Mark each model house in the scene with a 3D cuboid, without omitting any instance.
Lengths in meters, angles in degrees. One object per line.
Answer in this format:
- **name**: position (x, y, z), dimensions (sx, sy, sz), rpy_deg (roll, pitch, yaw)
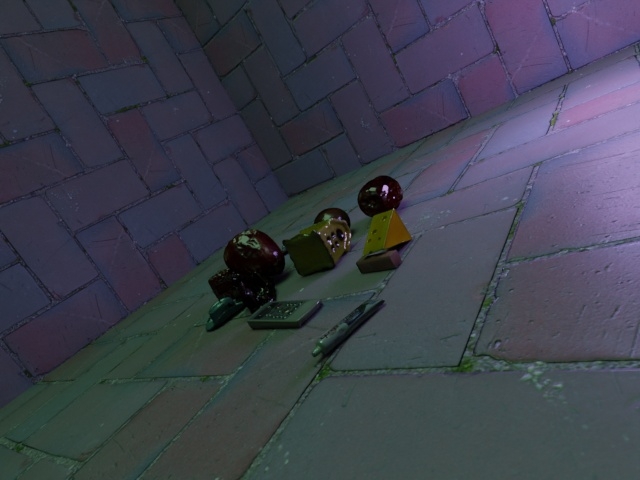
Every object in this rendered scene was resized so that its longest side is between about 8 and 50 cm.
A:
- **model house**: position (0.000, 0.000, 1.635), dimensions (0.193, 0.175, 0.234), rpy_deg (-20, 19, 38)
- **model house**: position (-0.259, 0.177, 1.560), dimensions (0.141, 0.164, 0.203), rpy_deg (-36, 15, -4)

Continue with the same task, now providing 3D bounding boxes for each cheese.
- **cheese**: position (0.202, -0.002, 1.336), dimensions (0.093, 0.126, 0.171), rpy_deg (-19, 20, 40)

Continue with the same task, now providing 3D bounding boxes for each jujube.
- **jujube**: position (0.257, -0.193, 1.804), dimensions (0.183, 0.183, 0.243), rpy_deg (-22, 4, 31)

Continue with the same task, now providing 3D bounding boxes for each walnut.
- **walnut**: position (-0.274, 0.083, 1.810), dimensions (0.222, 0.269, 0.244), rpy_deg (-50, -25, -3)

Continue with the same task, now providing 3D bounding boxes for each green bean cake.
- **green bean cake**: position (-0.421, 0.201, 1.868), dimensions (0.135, 0.136, 0.056), rpy_deg (-28, 9, 9)

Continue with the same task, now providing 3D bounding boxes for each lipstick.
- **lipstick**: position (0.178, 0.067, 1.287), dimensions (0.045, 0.045, 0.145), rpy_deg (-37, 14, -38)

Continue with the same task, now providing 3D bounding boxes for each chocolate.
- **chocolate**: position (0.056, -0.061, 1.836), dimensions (0.176, 0.177, 0.177), rpy_deg (-28, 13, 7)

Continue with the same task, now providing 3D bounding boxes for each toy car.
- **toy car**: position (-0.147, 0.022, 2.140), dimensions (0.142, 0.055, 0.069), rpy_deg (-40, 5, -1)

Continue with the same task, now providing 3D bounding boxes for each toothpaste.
- **toothpaste**: position (0.065, 0.209, 1.018), dimensions (0.233, 0.038, 0.060), rpy_deg (-34, 15, -30)

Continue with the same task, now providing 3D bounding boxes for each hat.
- **hat**: position (-0.393, 0.274, 1.659), dimensions (0.191, 0.078, 0.138), rpy_deg (-36, 13, -26)

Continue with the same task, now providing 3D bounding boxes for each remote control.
- **remote control**: position (-0.117, 0.230, 1.321), dimensions (0.285, 0.038, 0.123), rpy_deg (-14, 20, 49)
